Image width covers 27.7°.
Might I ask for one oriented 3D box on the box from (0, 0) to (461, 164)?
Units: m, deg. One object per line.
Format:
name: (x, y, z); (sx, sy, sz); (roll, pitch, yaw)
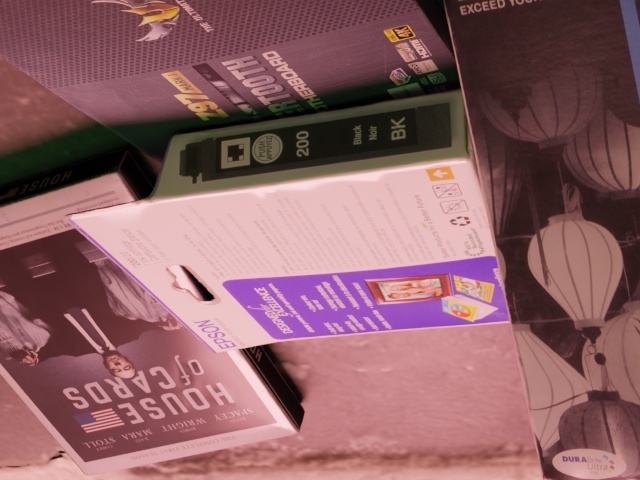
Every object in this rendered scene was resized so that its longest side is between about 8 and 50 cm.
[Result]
box: (-0.037, -0.103, 0.592); (0.183, 0.059, 0.233); (-8, 162, 19)

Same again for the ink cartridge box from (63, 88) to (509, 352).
ink cartridge box: (0.000, 0.000, 0.708); (0.208, 0.045, 0.206); (-8, 153, 15)

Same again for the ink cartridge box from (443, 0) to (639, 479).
ink cartridge box: (0.150, -0.051, 0.565); (0.165, 0.065, 0.332); (-6, 104, 33)

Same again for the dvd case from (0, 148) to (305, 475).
dvd case: (-0.141, 0.058, 0.850); (0.179, 0.029, 0.238); (-15, 125, 24)
